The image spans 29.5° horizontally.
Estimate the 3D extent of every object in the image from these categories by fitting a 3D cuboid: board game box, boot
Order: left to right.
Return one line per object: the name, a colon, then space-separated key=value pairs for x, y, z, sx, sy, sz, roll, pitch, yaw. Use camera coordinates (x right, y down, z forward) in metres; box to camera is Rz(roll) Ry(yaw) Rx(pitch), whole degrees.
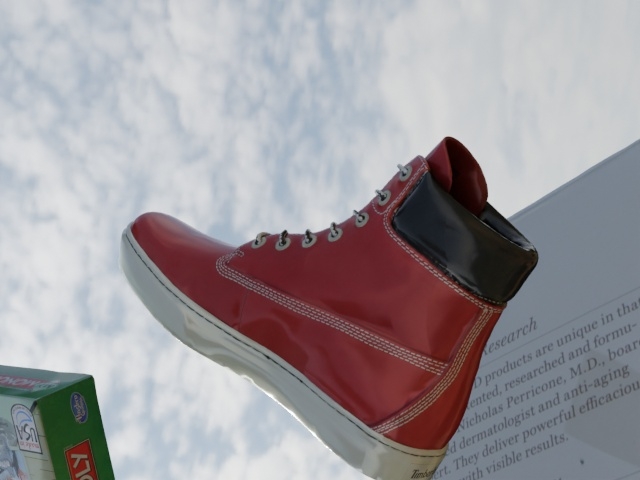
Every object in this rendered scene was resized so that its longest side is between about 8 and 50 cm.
board game box: x=-0.244 y=0.185 z=0.818 sx=0.046 sy=0.317 sz=0.213 roll=-22 pitch=-74 yaw=-47
boot: x=0.000 y=0.000 z=0.692 sx=0.088 sy=0.244 sz=0.176 roll=-2 pitch=-61 yaw=-58

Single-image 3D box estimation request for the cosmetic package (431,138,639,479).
cosmetic package: x=0.292 y=0.192 z=1.051 sx=0.329 sy=0.327 sz=0.393 roll=27 pitch=-134 yaw=-31
